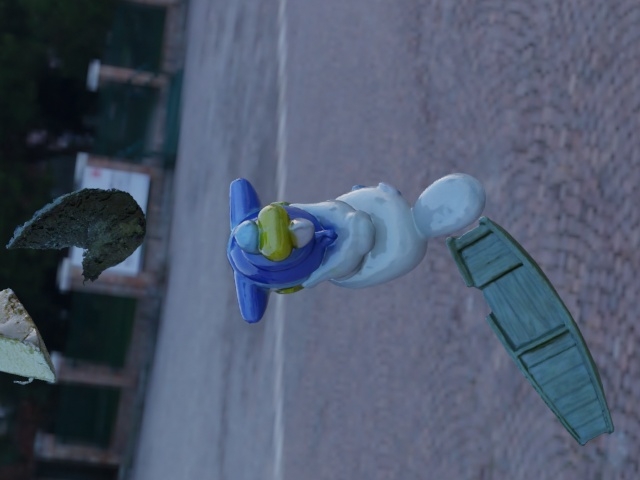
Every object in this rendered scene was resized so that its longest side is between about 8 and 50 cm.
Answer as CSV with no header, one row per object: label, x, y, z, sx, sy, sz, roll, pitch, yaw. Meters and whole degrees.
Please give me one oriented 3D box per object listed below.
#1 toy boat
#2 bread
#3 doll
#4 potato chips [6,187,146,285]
toy boat,0.252,0.102,1.601,0.093,0.293,0.055,-32,2,28
bread,-0.333,0.120,1.448,0.109,0.080,0.084,46,161,46
doll,-0.003,-0.008,1.915,0.376,0.365,0.187,-53,51,47
potato chips,-0.361,-0.006,2.106,0.220,0.202,0.029,46,-164,-57
